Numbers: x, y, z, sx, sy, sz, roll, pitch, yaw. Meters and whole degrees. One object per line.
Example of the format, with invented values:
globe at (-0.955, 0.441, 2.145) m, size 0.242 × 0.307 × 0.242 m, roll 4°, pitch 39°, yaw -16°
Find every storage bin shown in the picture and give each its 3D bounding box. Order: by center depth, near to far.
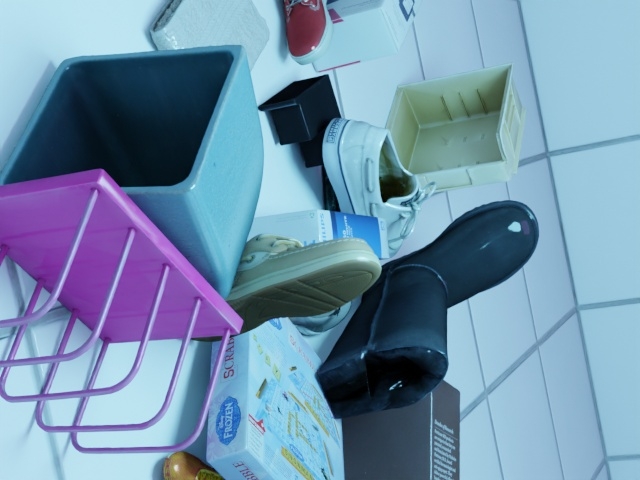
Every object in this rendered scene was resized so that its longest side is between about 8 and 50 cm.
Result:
storage bin at (0.279, -0.226, 2.311) m, size 0.260 × 0.262 × 0.123 m, roll -71°, pitch 145°, yaw -44°

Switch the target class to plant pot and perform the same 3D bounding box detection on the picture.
plant pot at (-0.199, -0.056, 1.341) m, size 0.252 × 0.247 × 0.248 m, roll 72°, pitch 25°, yaw -45°

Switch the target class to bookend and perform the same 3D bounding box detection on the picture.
bookend at (-0.023, -0.187, 1.905) m, size 0.156 × 0.072 × 0.157 m, roll -48°, pitch 125°, yaw -57°

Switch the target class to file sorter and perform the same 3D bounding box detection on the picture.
file sorter at (-0.259, 0.093, 1.198) m, size 0.290 × 0.202 × 0.182 m, roll 53°, pitch 40°, yaw -43°

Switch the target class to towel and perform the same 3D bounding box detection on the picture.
towel at (-0.161, -0.321, 1.702) m, size 0.187 × 0.049 × 0.282 m, roll 60°, pitch 33°, yaw -33°

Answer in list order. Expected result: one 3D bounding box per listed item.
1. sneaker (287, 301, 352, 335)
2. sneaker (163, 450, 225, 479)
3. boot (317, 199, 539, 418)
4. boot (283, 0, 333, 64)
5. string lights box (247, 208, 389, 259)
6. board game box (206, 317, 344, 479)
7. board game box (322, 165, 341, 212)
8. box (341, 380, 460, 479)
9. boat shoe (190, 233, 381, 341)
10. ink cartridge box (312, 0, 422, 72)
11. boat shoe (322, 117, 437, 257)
sneaker at (-0.004, 0.103, 1.805) m, size 0.271 × 0.108 × 0.100 m, roll 3°, pitch 78°, yaw -65°
sneaker at (-0.149, 0.324, 1.483) m, size 0.175 × 0.067 × 0.064 m, roll 41°, pitch 47°, yaw -50°
boot at (0.197, 0.105, 1.858) m, size 0.146 × 0.367 × 0.445 m, roll 55°, pitch 20°, yaw -6°
boot at (-0.052, -0.437, 1.923) m, size 0.176 × 0.088 × 0.244 m, roll 48°, pitch 33°, yaw -47°
string lights box at (0.000, 0.000, 1.816) m, size 0.260 × 0.133 × 0.076 m, roll 5°, pitch 79°, yaw -63°
board game box at (-0.058, 0.259, 1.615) m, size 0.318 × 0.066 × 0.318 m, roll -92°, pitch 156°, yaw -45°
board game box at (0.044, -0.074, 2.050) m, size 0.126 × 0.026 × 0.186 m, roll 26°, pitch 58°, yaw -60°
box at (0.128, 0.426, 1.863) m, size 0.143 × 0.191 × 0.381 m, roll 40°, pitch 46°, yaw -53°
boat shoe at (-0.070, 0.042, 1.442) m, size 0.122 × 0.341 × 0.110 m, roll 24°, pitch 56°, yaw -46°
ink cartridge box at (0.082, -0.431, 2.085) m, size 0.100 × 0.172 × 0.237 m, roll 64°, pitch 30°, yaw -29°
boat shoe at (0.128, -0.081, 1.959) m, size 0.367 × 0.156 × 0.136 m, roll 67°, pitch 39°, yaw -49°
